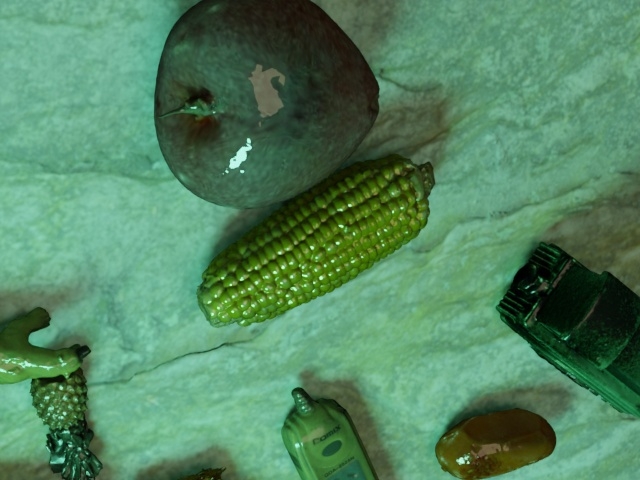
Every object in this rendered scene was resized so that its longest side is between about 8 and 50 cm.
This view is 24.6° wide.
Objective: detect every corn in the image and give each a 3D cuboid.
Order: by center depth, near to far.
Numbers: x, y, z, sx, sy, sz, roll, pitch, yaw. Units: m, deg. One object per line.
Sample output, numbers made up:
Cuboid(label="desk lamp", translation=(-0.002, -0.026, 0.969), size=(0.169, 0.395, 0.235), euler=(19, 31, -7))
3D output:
Cuboid(label="corn", translation=(0.000, 0.000, 1.837), size=(0.347, 0.130, 0.130), euler=(-31, 112, -11))

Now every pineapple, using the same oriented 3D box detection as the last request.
Cuboid(label="pineapple", translation=(-0.308, 0.228, 1.788), size=(0.074, 0.074, 0.159), euler=(-17, 115, -19))

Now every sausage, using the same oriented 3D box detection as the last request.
Cuboid(label="sausage", translation=(0.247, 0.280, 2.026), size=(0.179, 0.089, 0.089), euler=(-13, 107, -18))

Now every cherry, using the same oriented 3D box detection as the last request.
Cuboid(label="cherry", translation=(-0.065, -0.170, 1.720), size=(0.307, 0.221, 0.261), euler=(-8, 113, -35))

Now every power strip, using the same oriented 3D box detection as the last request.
Cuboid(label="power strip", translation=(0.045, 0.357, 1.968), size=(0.092, 0.066, 0.387), euler=(-31, 112, -17))

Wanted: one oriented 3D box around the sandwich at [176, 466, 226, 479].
Cuboid(label="sandwich", translation=(-0.186, 0.382, 1.874), size=(0.235, 0.079, 0.159), euler=(-16, 97, -23))

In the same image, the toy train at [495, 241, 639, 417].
Cuboid(label="toy train", translation=(0.402, 0.141, 2.010), size=(0.330, 0.178, 0.138), euler=(36, 86, -25))

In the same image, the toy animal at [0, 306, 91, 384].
Cuboid(label="toy animal", translation=(-0.387, 0.131, 1.710), size=(0.219, 0.101, 0.103), euler=(8, 97, -25))
